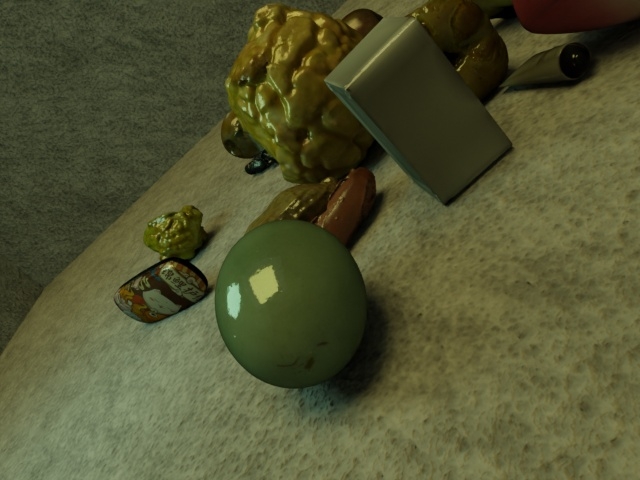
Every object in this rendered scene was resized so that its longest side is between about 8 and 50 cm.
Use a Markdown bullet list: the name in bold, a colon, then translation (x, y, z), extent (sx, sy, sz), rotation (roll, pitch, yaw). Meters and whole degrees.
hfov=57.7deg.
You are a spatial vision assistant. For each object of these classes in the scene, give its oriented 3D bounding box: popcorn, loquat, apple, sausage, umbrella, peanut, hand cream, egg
- **popcorn**: translation (-0.413, -0.012, 1.679), extent (0.197, 0.156, 0.197), rotation (-37, 3, 2)
- **loquat**: translation (-0.230, -0.379, 1.953), extent (0.179, 0.179, 0.227), rotation (-9, 36, 55)
- **apple**: translation (0.118, -0.532, 1.598), extent (0.174, 0.188, 0.188), rotation (-42, 21, 26)
- **sausage**: translation (0.001, 0.001, 1.012), extent (0.327, 0.079, 0.087), rotation (-51, 38, -13)
- **popcorn**: translation (-0.017, -0.324, 1.265), extent (0.353, 0.344, 0.390), rotation (-28, 50, -17)
- **umbrella**: translation (-0.162, -0.251, 1.767), extent (0.224, 0.080, 0.072), rotation (-25, 64, 47)
- **peanut**: translation (-0.054, -0.037, 1.123), extent (0.233, 0.110, 0.196), rotation (-49, 10, -13)
- **hand cream**: translation (0.357, -0.276, 0.919), extent (0.087, 0.054, 0.186), rotation (-41, 15, -2)
- **egg**: translation (-0.040, 0.079, 0.781), extent (0.203, 0.203, 0.283), rotation (-42, 26, 8)

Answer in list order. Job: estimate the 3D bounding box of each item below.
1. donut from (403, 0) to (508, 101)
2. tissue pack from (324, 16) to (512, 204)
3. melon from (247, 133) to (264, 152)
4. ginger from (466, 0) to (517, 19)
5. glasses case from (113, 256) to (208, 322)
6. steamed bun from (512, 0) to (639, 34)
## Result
- **donut**: translation (0.197, -0.308, 1.044), extent (0.261, 0.208, 0.128), rotation (-39, 22, 2)
- **tissue pack**: translation (0.144, -0.197, 0.888), extent (0.136, 0.246, 0.159), rotation (-44, 23, 6)
- **melon**: translation (-0.153, -0.312, 1.809), extent (0.093, 0.202, 0.140), rotation (-120, 41, -49)
- **ginger**: translation (0.450, -0.587, 1.093), extent (0.413, 0.211, 0.358), rotation (-39, 25, 13)
- **glasses case**: translation (-0.398, 0.127, 1.430), extent (0.321, 0.122, 0.082), rotation (-25, 28, 40)
- **steamed bun**: translation (0.393, -0.428, 0.831), extent (0.309, 0.309, 0.309), rotation (-37, 23, 19)
